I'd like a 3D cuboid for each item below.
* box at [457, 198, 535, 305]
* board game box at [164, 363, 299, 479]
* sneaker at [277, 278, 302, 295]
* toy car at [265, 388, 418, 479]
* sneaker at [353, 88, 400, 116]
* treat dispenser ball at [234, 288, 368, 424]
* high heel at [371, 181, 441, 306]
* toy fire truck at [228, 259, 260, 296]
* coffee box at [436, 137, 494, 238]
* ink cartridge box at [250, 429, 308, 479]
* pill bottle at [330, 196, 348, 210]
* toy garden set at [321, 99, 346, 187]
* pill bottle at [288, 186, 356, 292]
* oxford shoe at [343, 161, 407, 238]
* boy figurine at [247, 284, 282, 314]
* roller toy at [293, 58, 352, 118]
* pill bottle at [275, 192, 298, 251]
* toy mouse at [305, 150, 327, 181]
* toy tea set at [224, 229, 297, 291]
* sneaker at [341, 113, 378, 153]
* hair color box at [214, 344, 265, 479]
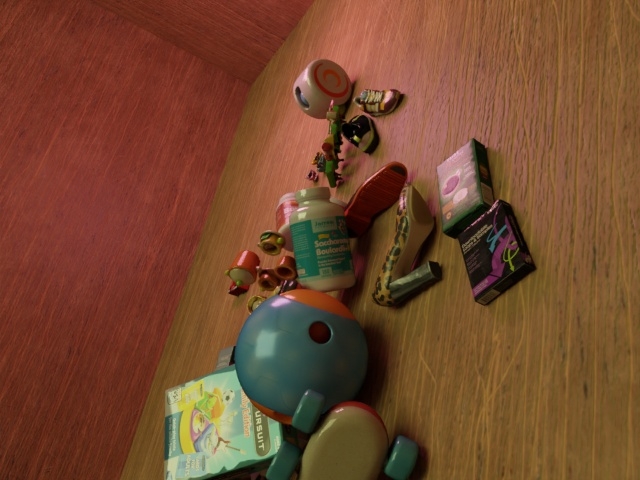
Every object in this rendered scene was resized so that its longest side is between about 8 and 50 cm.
[{"bbox_3d":[0.304,0.018,0.934,0.116,0.029,0.162,-49,27,36],"label":"box"},{"bbox_3d":[-0.227,0.445,1.297,0.336,0.079,0.253,-24,52,17],"label":"board game box"},{"bbox_3d":[-0.065,0.218,1.369,0.116,0.136,0.314,-67,-5,-45],"label":"sneaker"},{"bbox_3d":[0.047,0.386,1.010,0.210,0.219,0.238,-65,-6,4],"label":"toy car"},{"bbox_3d":[0.166,-0.423,1.596,0.185,0.084,0.069,-2,66,66],"label":"sneaker"},{"bbox_3d":[-0.040,0.249,1.145,0.288,0.288,0.288,-48,29,38],"label":"treat dispenser ball"},{"bbox_3d":[0.162,0.010,1.167,0.186,0.093,0.261,-37,45,40],"label":"high heel"},{"bbox_3d":[-0.320,0.150,2.190,0.192,0.047,0.135,-30,42,57],"label":"toy fire truck"},{"bbox_3d":[0.290,-0.107,1.068,0.113,0.040,0.184,-44,32,43],"label":"coffee box"},{"bbox_3d":[-0.109,0.519,1.331,0.180,0.060,0.104,-56,25,17],"label":"ink cartridge box"},{"bbox_3d":[0.014,-0.020,1.520,0.108,0.108,0.193,-1,67,66],"label":"pill bottle"},{"bbox_3d":[0.052,-0.319,1.667,0.204,0.049,0.244,66,-152,-67],"label":"toy garden set"},{"bbox_3d":[0.000,0.000,1.355,0.146,0.146,0.264,-16,83,62],"label":"pill bottle"},{"bbox_3d":[0.129,-0.123,1.382,0.271,0.097,0.098,-47,23,39],"label":"oxford shoe"},{"bbox_3d":[-0.154,0.223,1.693,0.285,0.092,0.177,14,84,64],"label":"boy figurine"},{"bbox_3d":[0.004,-0.554,1.945,0.146,0.191,0.209,-33,40,55],"label":"roller toy"},{"bbox_3d":[-0.090,-0.068,1.784,0.121,0.121,0.216,-55,26,27],"label":"pill bottle"},{"bbox_3d":[-0.009,-0.255,1.899,0.161,0.031,0.143,-51,27,35],"label":"toy mouse"},{"bbox_3d":[-0.155,0.085,1.691,0.336,0.200,0.124,-37,28,42],"label":"toy tea set"},{"bbox_3d":[0.110,-0.349,1.634,0.084,0.097,0.234,-58,24,20],"label":"sneaker"},{"bbox_3d":[-0.224,0.500,1.454,0.113,0.185,0.374,-29,43,54],"label":"hair color box"}]
